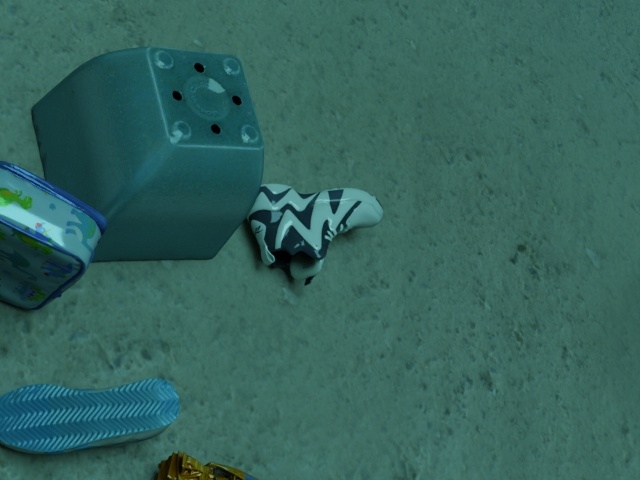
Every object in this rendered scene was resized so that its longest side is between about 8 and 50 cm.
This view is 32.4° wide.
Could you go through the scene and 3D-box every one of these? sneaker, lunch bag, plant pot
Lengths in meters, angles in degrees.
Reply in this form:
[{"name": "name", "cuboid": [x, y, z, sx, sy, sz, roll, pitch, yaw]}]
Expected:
[{"name": "sneaker", "cuboid": [-0.292, 0.224, 1.356, 0.229, 0.092, 0.087, -1, 67, -17]}, {"name": "lunch bag", "cuboid": [-0.368, -0.001, 1.328, 0.176, 0.219, 0.090, 30, 57, -20]}, {"name": "plant pot", "cuboid": [-0.213, -0.132, 1.500, 0.248, 0.252, 0.247, -1, 67, -38]}, {"name": "sneaker", "cuboid": [0.000, 0.000, 1.698, 0.235, 0.094, 0.153, 7, 63, -35]}]

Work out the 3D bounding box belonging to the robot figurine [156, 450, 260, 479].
[{"name": "robot figurine", "cuboid": [-0.088, 0.395, 1.401, 0.291, 0.085, 0.211, 32, 42, -22]}]
